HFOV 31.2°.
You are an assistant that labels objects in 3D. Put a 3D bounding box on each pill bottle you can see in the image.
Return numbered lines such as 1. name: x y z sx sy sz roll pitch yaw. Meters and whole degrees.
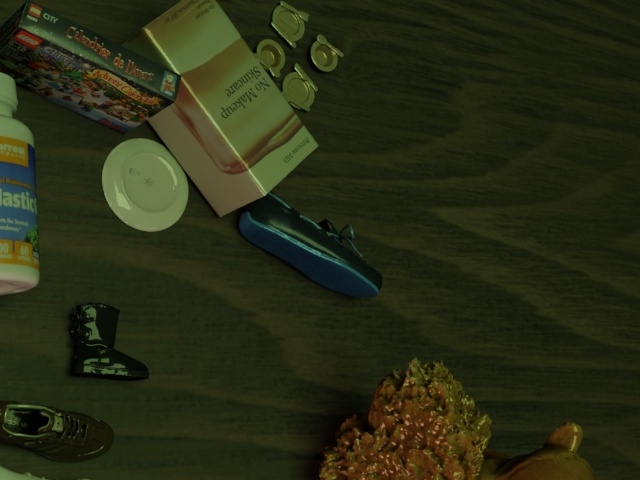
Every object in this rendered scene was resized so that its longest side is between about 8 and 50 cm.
1. pill bottle: -0.437 -0.072 1.452 0.152 0.152 0.272 3 77 -36

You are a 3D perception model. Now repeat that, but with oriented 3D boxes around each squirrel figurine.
1. squirrel figurine: 0.212 0.362 1.676 0.397 0.370 0.281 41 58 -21

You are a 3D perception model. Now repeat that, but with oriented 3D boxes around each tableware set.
1. tableware set: -0.041 -0.305 1.887 0.141 0.020 0.169 40 57 -22

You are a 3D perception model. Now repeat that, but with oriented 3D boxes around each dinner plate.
1. dinner plate: -0.253 -0.083 1.677 0.141 0.017 0.141 11 71 -33

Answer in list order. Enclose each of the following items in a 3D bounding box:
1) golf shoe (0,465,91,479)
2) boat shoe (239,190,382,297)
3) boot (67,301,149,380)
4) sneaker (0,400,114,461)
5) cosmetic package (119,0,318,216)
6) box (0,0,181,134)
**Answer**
1. golf shoe: -0.341 0.348 1.453 0.306 0.115 0.140 48 45 -24
2. boat shoe: 0.000 0.000 1.786 0.258 0.109 0.089 35 57 -27
3. boot: -0.290 0.140 1.575 0.121 0.045 0.099 11 68 -33
4. sneaker: -0.346 0.249 1.485 0.188 0.071 0.066 14 70 -32
5. cosmetic package: -0.161 -0.205 1.703 0.296 0.129 0.153 53 51 -14
6. box: -0.330 -0.231 1.568 0.233 0.159 0.044 24 65 -29
